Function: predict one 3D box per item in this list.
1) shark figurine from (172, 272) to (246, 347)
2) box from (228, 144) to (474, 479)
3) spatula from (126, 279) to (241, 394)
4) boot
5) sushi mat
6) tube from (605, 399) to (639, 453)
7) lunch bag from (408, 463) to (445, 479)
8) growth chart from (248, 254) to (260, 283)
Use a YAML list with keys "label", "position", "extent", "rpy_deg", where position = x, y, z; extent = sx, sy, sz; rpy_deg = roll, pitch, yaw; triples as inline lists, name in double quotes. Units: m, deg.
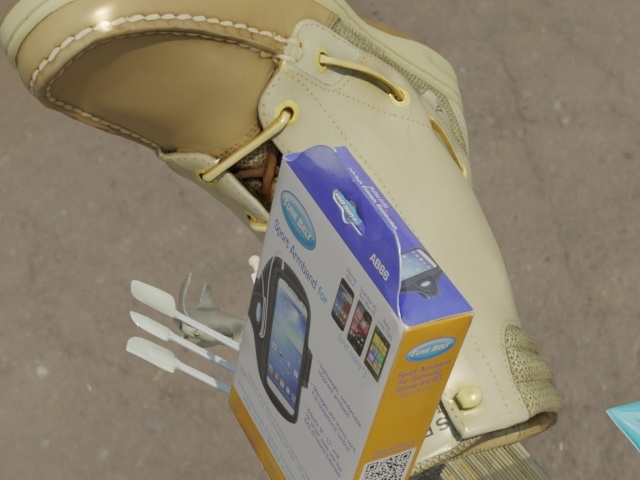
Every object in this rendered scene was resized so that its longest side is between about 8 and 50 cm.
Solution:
- label: "shark figurine"
  position: [-0.216, 0.130, 2.017]
  extent: [0.166, 0.278, 0.116]
  rpy_deg: [-6, 71, 28]
- label: "box"
  position: [0.006, 0.035, 0.358]
  extent: [0.028, 0.136, 0.081]
  rpy_deg: [-9, 45, -29]
- label: "spatula"
  position: [-0.201, 0.164, 1.731]
  extent: [0.019, 0.242, 0.168]
  rpy_deg: [-48, 29, 23]
- label: "boot"
  position: [0.000, 0.000, 0.455]
  extent: [0.095, 0.262, 0.204]
  rpy_deg: [-28, 67, 31]
- label: "sushi mat"
  position: [0.234, 0.321, 1.292]
  extent: [0.019, 0.152, 0.316]
  rpy_deg: [1, 25, -24]
- label: "tube"
  position: [0.326, 0.149, 0.922]
  extent: [0.207, 0.052, 0.080]
  rpy_deg: [-14, 55, -38]
- label: "lunch bag"
  position: [0.155, 0.249, 1.857]
  extent: [0.212, 0.305, 0.256]
  rpy_deg: [5, 47, -25]
- label: "growth chart"
  position: [0.027, 0.037, 1.282]
  extent: [0.237, 0.021, 0.172]
  rpy_deg: [-23, 59, 18]
